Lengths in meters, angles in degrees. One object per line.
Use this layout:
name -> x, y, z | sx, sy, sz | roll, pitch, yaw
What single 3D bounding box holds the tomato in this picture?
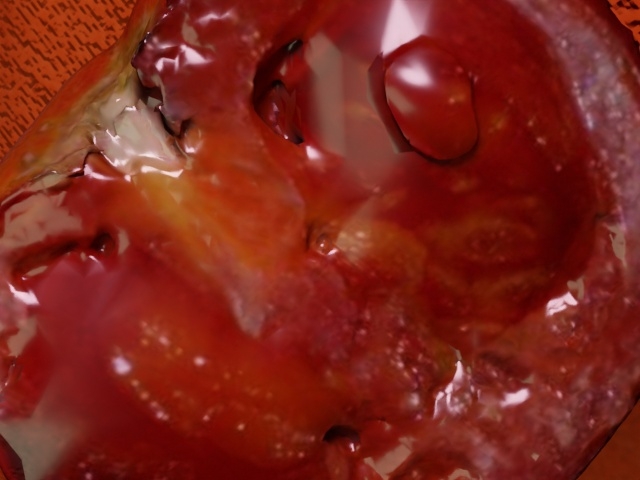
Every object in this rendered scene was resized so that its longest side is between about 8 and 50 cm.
tomato -> 0.000, 0.000, 0.597 | 0.200, 0.139, 0.233 | 43, 97, -13
